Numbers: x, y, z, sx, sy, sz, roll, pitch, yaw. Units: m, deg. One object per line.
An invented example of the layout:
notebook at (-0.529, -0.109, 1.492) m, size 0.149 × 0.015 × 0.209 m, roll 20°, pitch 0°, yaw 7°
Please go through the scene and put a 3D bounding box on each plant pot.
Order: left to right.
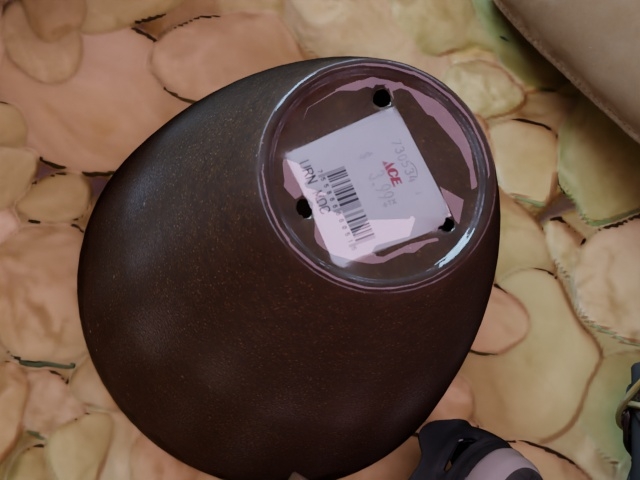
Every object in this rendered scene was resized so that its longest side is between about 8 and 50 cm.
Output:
plant pot at (0.000, 0.000, 0.956) m, size 0.215 × 0.230 × 0.215 m, roll 3°, pitch 76°, yaw -12°

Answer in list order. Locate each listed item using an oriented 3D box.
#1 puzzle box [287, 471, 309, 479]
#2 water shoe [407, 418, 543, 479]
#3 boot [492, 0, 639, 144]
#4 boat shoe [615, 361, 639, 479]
puzzle box at (0.087, 0.330, 0.941) m, size 0.409 × 0.052 × 0.272 m, roll 32°, pitch 88°, yaw -6°
water shoe at (0.037, 0.186, 1.010) m, size 0.203 × 0.080 × 0.073 m, roll -53°, pitch 134°, yaw -2°
boot at (0.256, -0.116, 1.074) m, size 0.236 × 0.089 × 0.269 m, roll -29°, pitch 65°, yaw -14°
boat shoe at (0.198, 0.083, 1.062) m, size 0.069 × 0.081 × 0.227 m, roll 32°, pitch 65°, yaw 1°
